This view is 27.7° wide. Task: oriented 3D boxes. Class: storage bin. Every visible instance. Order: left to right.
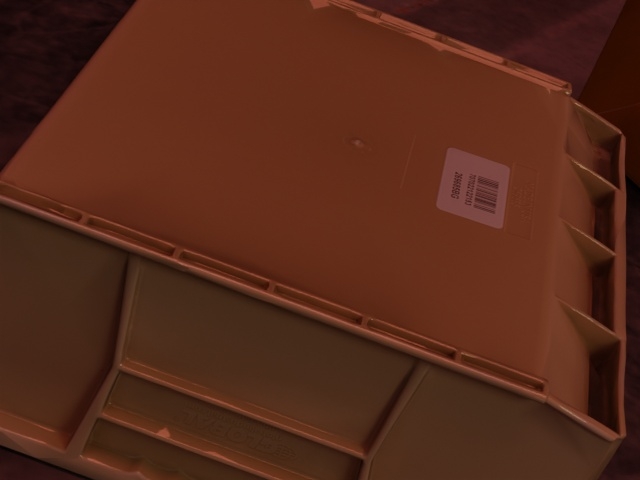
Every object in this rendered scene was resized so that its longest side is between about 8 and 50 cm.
[{"bbox_3d":[0.000,0.000,0.602,0.260,0.123,0.262,21,35,-1],"label":"storage bin"}]

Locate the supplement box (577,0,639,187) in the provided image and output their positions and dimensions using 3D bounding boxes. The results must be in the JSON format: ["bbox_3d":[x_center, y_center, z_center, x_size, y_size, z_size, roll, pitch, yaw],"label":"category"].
[{"bbox_3d":[0.308,-0.127,0.863,0.194,0.191,0.129,-8,44,-35],"label":"supplement box"}]
